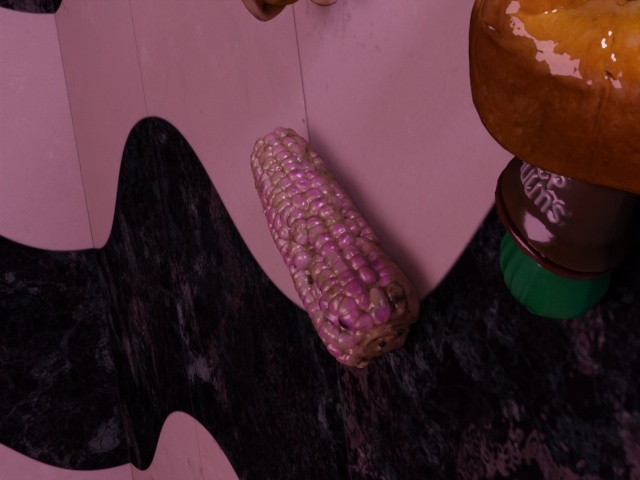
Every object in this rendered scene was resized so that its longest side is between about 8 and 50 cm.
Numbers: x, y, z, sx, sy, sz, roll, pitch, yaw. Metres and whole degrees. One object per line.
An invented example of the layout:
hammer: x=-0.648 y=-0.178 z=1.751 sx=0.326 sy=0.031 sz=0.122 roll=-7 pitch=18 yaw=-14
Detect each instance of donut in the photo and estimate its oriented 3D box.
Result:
donut: x=0.195 y=-0.119 z=0.446 sx=0.226 sy=0.227 sz=0.114 roll=49 pitch=150 yaw=41

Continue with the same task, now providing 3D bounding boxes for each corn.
corn: x=0.001 y=-0.002 z=0.928 sx=0.335 sy=0.127 sz=0.126 roll=58 pitch=145 yaw=32

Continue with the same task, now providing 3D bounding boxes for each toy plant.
toy plant: x=0.189 y=-0.015 z=0.620 sx=0.200 sy=0.105 sz=0.143 roll=101 pitch=153 yaw=-55

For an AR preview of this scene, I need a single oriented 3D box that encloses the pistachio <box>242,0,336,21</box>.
pistachio: x=-0.057 y=-0.404 z=0.849 sx=0.187 sy=0.187 sz=0.299 roll=10 pitch=115 yaw=59
